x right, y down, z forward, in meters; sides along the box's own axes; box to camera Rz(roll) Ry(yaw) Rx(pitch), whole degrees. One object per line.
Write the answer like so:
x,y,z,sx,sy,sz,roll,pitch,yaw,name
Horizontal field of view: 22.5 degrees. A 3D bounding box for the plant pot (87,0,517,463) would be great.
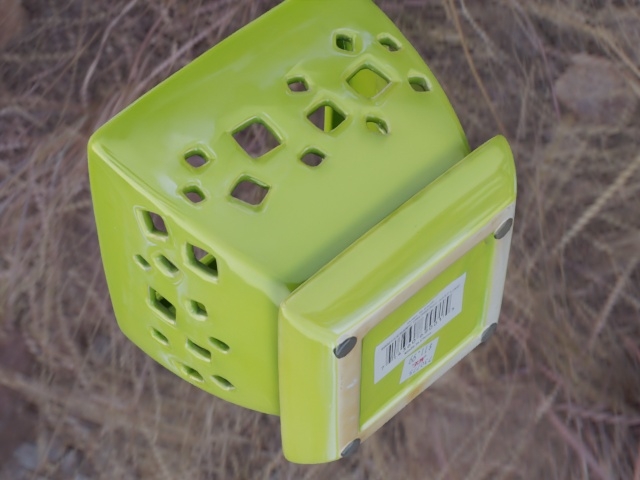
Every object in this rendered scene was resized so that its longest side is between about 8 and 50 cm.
0.000,0.000,1.079,0.207,0.228,0.227,42,154,25,plant pot
